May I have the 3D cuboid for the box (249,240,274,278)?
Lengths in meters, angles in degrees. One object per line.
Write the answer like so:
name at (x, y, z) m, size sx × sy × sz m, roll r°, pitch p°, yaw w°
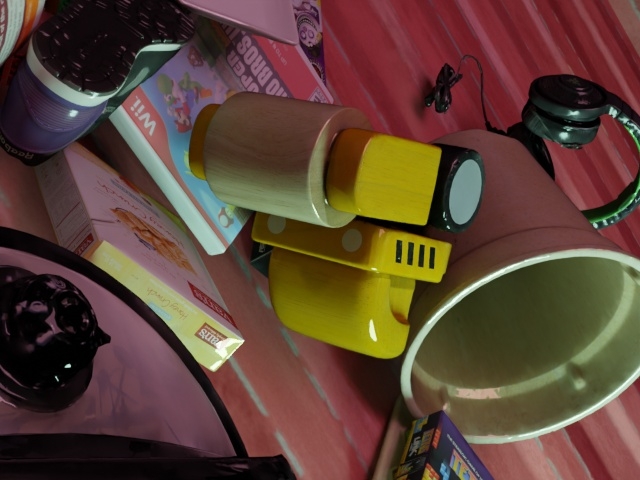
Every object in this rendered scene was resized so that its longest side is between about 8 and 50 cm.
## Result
box at (0.000, 0.000, 1.431) m, size 0.184 × 0.045 × 0.190 m, roll 37°, pitch 40°, yaw -31°

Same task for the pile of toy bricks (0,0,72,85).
pile of toy bricks at (-0.278, -0.242, 1.149) m, size 0.118 × 0.105 × 0.212 m, roll 9°, pitch 101°, yaw -51°

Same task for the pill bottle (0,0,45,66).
pill bottle at (-0.377, -0.145, 0.821) m, size 0.224 × 0.224 × 0.392 m, roll 52°, pitch 33°, yaw -17°

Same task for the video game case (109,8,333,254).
video game case at (-0.100, -0.151, 1.273) m, size 0.204 × 0.025 × 0.285 m, roll 56°, pitch 45°, yaw -25°

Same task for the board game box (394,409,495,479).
board game box at (0.159, 0.305, 1.359) m, size 0.170 × 0.048 × 0.141 m, roll 53°, pitch 30°, yaw -15°

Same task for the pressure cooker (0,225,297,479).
pressure cooker at (-0.227, 0.190, 0.605) m, size 0.375 × 0.420 × 0.370 m, roll 53°, pitch 32°, yaw -16°

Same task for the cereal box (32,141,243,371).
cereal box at (-0.172, 0.003, 1.071) m, size 0.173 × 0.047 × 0.240 m, roll 39°, pitch 8°, yaw -35°

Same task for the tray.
tray at (-0.106, -0.317, 1.274) m, size 0.145 × 0.030 × 0.270 m, roll 15°, pitch 46°, yaw -29°

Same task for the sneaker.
sneaker at (-0.217, -0.162, 1.085) m, size 0.107 × 0.124 × 0.283 m, roll 40°, pitch 29°, yaw -4°

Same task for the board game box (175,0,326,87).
board game box at (-0.122, -0.228, 1.322) m, size 0.347 × 0.056 × 0.208 m, roll 6°, pitch 80°, yaw -49°

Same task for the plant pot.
plant pot at (0.221, 0.032, 1.483) m, size 0.334 × 0.334 × 0.305 m, roll 34°, pitch 26°, yaw -38°

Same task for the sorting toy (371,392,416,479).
sorting toy at (0.138, 0.306, 1.407) m, size 0.193 × 0.038 × 0.208 m, roll 53°, pitch 33°, yaw -16°

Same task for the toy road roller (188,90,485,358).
toy road roller at (0.015, -0.007, 1.219) m, size 0.329 × 0.203 × 0.240 m, roll 11°, pitch 92°, yaw -57°

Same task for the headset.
headset at (0.352, -0.158, 1.891) m, size 0.394 × 0.243 × 0.185 m, roll 34°, pitch 33°, yaw -5°
